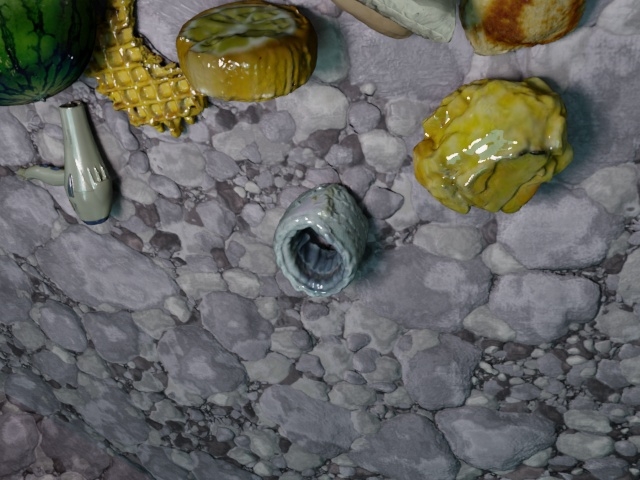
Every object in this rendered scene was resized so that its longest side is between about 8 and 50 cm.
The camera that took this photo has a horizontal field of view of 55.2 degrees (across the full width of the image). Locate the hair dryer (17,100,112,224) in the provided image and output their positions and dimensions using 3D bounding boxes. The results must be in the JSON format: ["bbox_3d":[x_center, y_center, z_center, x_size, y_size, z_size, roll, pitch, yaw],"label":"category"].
[{"bbox_3d":[-0.629,-0.214,1.494,0.298,0.119,0.296,29,125,12],"label":"hair dryer"}]

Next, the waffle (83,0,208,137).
[{"bbox_3d":[-0.378,-0.354,1.309,0.293,0.069,0.260,38,127,-10],"label":"waffle"}]

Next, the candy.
[{"bbox_3d":[-0.132,-0.349,1.111,0.259,0.260,0.118,11,132,10],"label":"candy"}]

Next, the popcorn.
[{"bbox_3d":[0.317,-0.171,1.128,0.286,0.215,0.252,-33,105,31],"label":"popcorn"}]

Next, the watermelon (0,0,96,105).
[{"bbox_3d":[-0.592,-0.432,1.145,0.362,0.363,0.364,9,128,12],"label":"watermelon"}]

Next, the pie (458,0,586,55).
[{"bbox_3d":[0.335,-0.384,1.014,0.205,0.084,0.179,-6,145,22],"label":"pie"}]

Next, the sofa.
[{"bbox_3d":[0.152,-0.450,0.916,0.210,0.226,0.176,20,159,-26],"label":"sofa"}]

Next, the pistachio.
[{"bbox_3d":[0.085,-0.439,1.059,0.225,0.136,0.136,32,130,-19],"label":"pistachio"}]

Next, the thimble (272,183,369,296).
[{"bbox_3d":[0.000,0.000,1.386,0.204,0.172,0.250,16,131,9],"label":"thimble"}]
